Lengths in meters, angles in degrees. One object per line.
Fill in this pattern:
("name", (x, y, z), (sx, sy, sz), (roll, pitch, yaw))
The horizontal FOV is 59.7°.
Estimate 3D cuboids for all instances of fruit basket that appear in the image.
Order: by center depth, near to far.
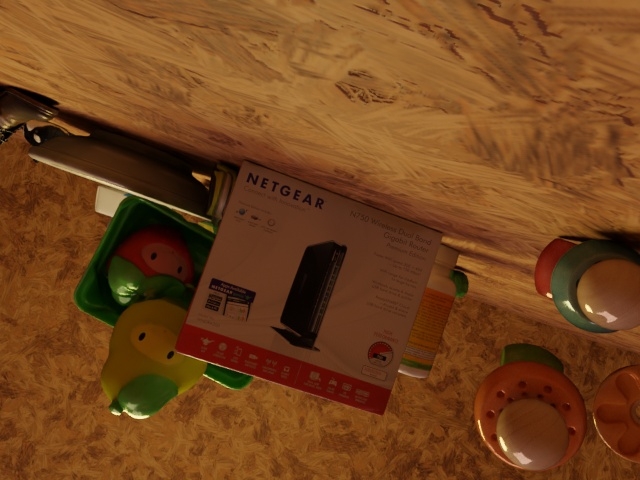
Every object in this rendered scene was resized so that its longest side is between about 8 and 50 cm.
("fruit basket", (-0.250, 0.124, 0.994), (0.391, 0.283, 0.392), (30, -168, -7))

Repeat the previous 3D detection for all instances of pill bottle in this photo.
("pill bottle", (0.180, 0.124, 1.069), (0.136, 0.246, 0.136), (19, 178, 1))

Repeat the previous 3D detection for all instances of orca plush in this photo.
("orca plush", (-0.743, -0.257, 1.441), (0.287, 0.102, 0.151), (18, 177, 33))

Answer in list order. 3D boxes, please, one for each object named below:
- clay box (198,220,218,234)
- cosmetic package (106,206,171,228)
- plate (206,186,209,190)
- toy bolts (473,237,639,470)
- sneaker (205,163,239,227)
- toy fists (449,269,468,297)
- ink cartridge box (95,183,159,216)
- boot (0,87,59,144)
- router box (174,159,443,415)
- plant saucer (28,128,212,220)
("clay box", (-0.190, -0.037, 1.311), (0.221, 0.053, 0.127), (-18, -165, -25))
("cosmetic package", (-0.537, -0.110, 1.678), (0.138, 0.224, 0.224), (20, 177, -25))
("plate", (-0.208, -0.081, 1.562), (0.277, 0.045, 0.277), (29, 174, -12))
("toy bolts", (0.267, 0.117, 0.514), (0.218, 0.229, 0.158), (13, -174, 14))
("sneaker", (-0.141, -0.066, 1.059), (0.121, 0.111, 0.300), (15, 180, -3))
("toy fists", (0.251, 0.085, 1.484), (0.142, 0.096, 0.279), (9, -176, -42))
("ink cartridge box", (-0.475, -0.128, 1.448), (0.139, 0.082, 0.191), (20, -151, -5))
("boot", (-0.535, -0.204, 0.966), (0.219, 0.106, 0.082), (18, 177, 34))
("router box", (-0.016, 0.075, 0.876), (0.335, 0.301, 0.082), (19, 177, -8))
("plant saucer", (-0.386, -0.147, 1.170), (0.400, 0.101, 0.400), (18, 178, 1))
